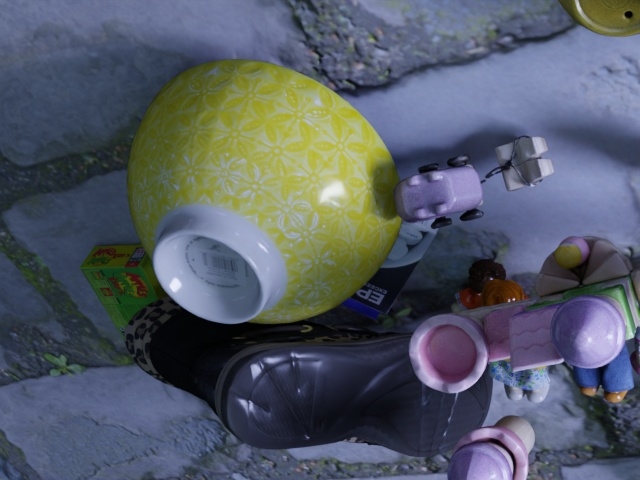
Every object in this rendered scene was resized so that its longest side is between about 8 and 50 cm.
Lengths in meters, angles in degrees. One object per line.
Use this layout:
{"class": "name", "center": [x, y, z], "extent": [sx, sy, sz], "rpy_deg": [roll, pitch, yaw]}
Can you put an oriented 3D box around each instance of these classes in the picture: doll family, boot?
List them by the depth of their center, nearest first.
{"class": "doll family", "center": [0.250, 0.093, 1.010], "extent": [0.263, 0.118, 0.163], "rpy_deg": [-1, 130, 24]}
{"class": "boot", "center": [-0.015, 0.145, 1.143], "extent": [0.284, 0.378, 0.138], "rpy_deg": [14, 98, 51]}

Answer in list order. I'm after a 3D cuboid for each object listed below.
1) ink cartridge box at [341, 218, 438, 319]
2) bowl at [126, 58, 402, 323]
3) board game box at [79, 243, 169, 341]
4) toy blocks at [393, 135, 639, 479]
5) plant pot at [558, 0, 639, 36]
{"class": "ink cartridge box", "center": [0.000, 0.000, 1.087], "extent": [0.206, 0.045, 0.208], "rpy_deg": [25, 138, 0]}
{"class": "bowl", "center": [-0.077, -0.012, 0.968], "extent": [0.290, 0.156, 0.289], "rpy_deg": [13, 133, 14]}
{"class": "board game box", "center": [-0.220, 0.086, 1.265], "extent": [0.092, 0.043, 0.181], "rpy_deg": [-2, 130, 25]}
{"class": "toy blocks", "center": [0.203, 0.052, 0.809], "extent": [0.289, 0.260, 0.308], "rpy_deg": [-15, 87, 22]}
{"class": "plant pot", "center": [0.229, -0.208, 0.753], "extent": [0.134, 0.095, 0.134], "rpy_deg": [12, 134, 13]}
